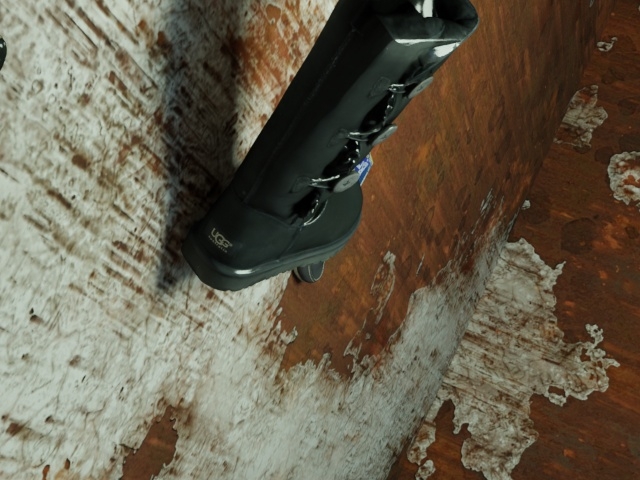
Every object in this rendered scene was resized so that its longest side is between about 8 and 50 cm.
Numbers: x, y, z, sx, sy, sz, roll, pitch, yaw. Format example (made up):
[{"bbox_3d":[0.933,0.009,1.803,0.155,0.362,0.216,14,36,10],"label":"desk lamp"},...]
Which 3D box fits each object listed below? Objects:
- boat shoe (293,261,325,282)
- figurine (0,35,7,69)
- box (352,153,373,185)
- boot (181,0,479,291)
[{"bbox_3d":[0.000,0.000,1.817,0.075,0.065,0.206,-50,154,-40],"label":"boat shoe"},{"bbox_3d":[-0.350,-0.072,0.828,0.215,0.092,0.209,-9,124,-66],"label":"figurine"},{"bbox_3d":[0.038,-0.147,1.774,0.059,0.054,0.169,-62,159,-17],"label":"box"},{"bbox_3d":[0.043,-0.154,1.434,0.367,0.146,0.445,-37,164,-54],"label":"boot"}]
